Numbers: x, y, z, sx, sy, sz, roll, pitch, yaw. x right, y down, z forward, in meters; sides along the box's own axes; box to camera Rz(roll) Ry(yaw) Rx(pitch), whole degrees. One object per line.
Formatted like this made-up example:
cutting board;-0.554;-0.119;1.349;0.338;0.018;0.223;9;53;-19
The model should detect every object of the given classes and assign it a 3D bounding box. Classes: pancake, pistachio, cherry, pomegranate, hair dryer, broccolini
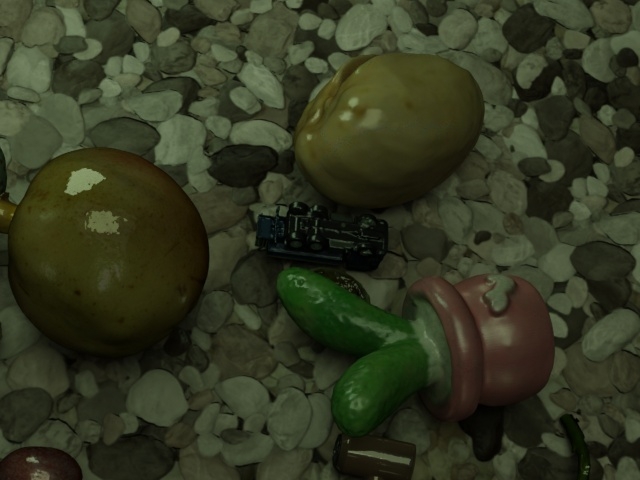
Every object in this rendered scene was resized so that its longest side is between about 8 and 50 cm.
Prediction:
pancake;0.018;0.096;1.822;0.129;0.022;0.116;30;64;0
pistachio;0.106;-0.177;1.858;0.321;0.229;0.238;-23;112;-23
cherry;-0.338;0.352;1.612;0.225;0.090;0.107;27;53;-1
pomegranate;-0.313;0.009;1.668;0.319;0.319;0.319;3;65;-7
hair dryer;0.068;0.367;1.684;0.117;0.064;0.182;11;69;-3
broccolini;0.328;0.369;1.728;0.123;0.062;0.272;9;52;10

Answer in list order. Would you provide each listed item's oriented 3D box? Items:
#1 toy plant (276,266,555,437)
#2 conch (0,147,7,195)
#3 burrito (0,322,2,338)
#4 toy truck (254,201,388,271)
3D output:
toy plant;0.142;0.145;1.726;0.356;0.211;0.317;-11;44;-12
conch;-0.614;-0.074;1.701;0.303;0.319;0.215;-25;114;-32
burrito;-0.589;0.198;1.636;0.175;0.107;0.348;28;66;7
toy truck;0.000;0.000;1.827;0.201;0.088;0.074;8;55;-8
